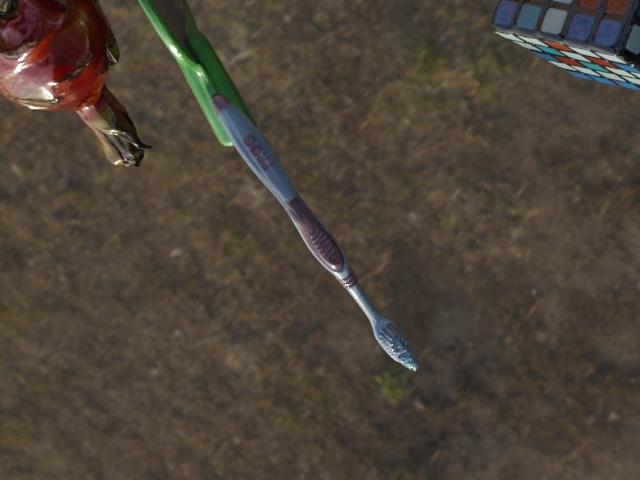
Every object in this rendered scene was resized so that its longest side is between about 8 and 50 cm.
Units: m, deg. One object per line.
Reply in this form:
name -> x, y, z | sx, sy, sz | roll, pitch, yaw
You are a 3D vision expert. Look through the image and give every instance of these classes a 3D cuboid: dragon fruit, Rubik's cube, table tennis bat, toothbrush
dragon fruit -> -0.228, -0.150, 1.273 | 0.125, 0.125, 0.246 | -21, 129, 23
Rubik's cube -> 0.324, -0.271, 1.523 | 0.184, 0.182, 0.187 | 18, 91, 44
table tennis bat -> -0.126, -0.191, 1.257 | 0.039, 0.160, 0.257 | -25, 118, 8
toothbrush -> 0.000, 0.000, 0.679 | 0.193, 0.013, 0.019 | 54, 175, -35
